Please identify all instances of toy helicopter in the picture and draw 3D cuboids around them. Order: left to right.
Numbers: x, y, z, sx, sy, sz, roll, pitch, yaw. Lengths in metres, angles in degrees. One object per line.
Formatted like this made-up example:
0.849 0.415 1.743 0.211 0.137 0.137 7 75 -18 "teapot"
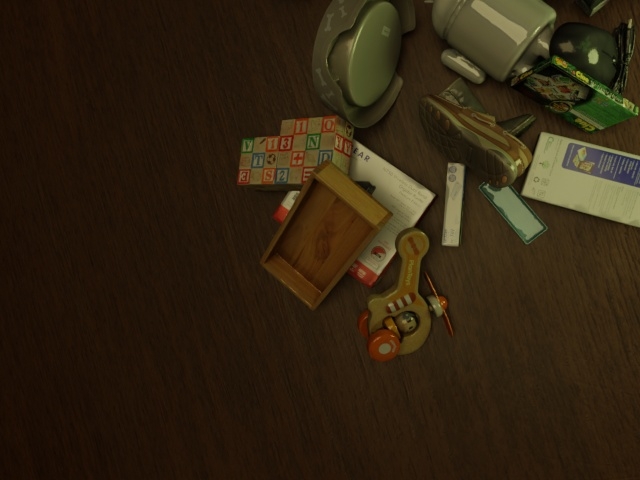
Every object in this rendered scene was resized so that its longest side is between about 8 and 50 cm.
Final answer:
0.233 0.136 1.576 0.235 0.140 0.355 1 112 -10 "toy helicopter"

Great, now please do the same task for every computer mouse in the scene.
0.632 -0.425 1.395 0.072 0.272 0.188 18 104 57 "computer mouse"

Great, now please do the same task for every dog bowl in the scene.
0.105 -0.458 1.503 0.102 0.349 0.348 23 99 26 "dog bowl"

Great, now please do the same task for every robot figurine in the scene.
0.412 -0.521 1.475 0.353 0.200 0.300 42 126 10 "robot figurine"

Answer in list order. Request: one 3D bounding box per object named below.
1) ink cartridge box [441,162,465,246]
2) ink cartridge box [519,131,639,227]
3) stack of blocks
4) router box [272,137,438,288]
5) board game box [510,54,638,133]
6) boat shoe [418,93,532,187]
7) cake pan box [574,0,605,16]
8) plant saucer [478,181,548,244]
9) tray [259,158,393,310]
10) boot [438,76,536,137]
0.341 -0.091 1.569 0.046 0.097 0.207 4 94 16 "ink cartridge box"
0.669 -0.140 1.486 0.333 0.065 0.165 18 96 13 "ink cartridge box"
-0.069 -0.221 1.606 0.297 0.087 0.171 2 82 33 "stack of blocks"
0.089 -0.091 1.647 0.335 0.082 0.301 36 101 12 "router box"
0.580 -0.329 1.411 0.260 0.136 0.030 23 69 -20 "board game box"
0.370 -0.254 1.493 0.116 0.123 0.324 -32 62 -20 "boat shoe"
0.696 -0.634 1.366 0.267 0.246 0.070 -39 82 13 "cake pan box"
0.489 -0.083 1.569 0.067 0.018 0.192 -40 83 13 "plant saucer"
0.000 0.000 1.554 0.203 0.076 0.411 41 140 5 "tray"
0.410 -0.326 1.559 0.190 0.076 0.208 -34 77 12 "boot"
